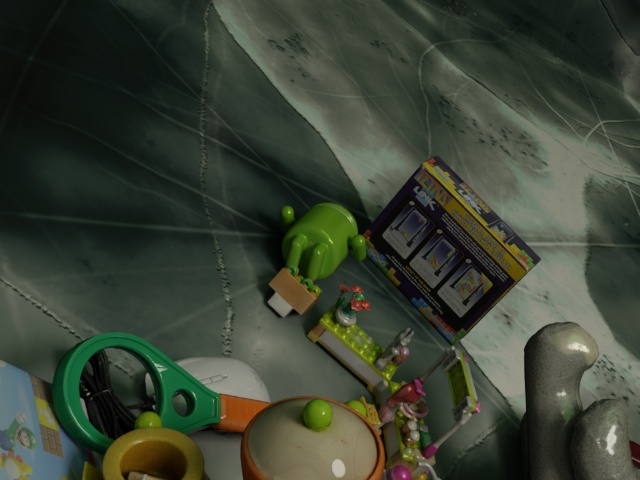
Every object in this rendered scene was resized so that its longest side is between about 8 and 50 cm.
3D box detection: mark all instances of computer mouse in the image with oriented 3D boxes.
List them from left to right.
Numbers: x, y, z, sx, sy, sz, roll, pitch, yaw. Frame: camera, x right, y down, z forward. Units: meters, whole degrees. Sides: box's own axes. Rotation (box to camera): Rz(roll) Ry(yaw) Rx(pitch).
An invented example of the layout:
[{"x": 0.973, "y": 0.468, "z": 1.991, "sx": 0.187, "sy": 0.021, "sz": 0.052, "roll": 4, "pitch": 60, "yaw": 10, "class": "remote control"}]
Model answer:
[{"x": -0.111, "y": 0.126, "z": 0.833, "sx": 0.193, "sy": 0.042, "sz": 0.106, "roll": 0, "pitch": 48, "yaw": -45, "class": "computer mouse"}]

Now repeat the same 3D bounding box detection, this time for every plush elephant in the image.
[{"x": 0.317, "y": 0.251, "z": 0.888, "sx": 0.255, "sy": 0.272, "sz": 0.330, "roll": -2, "pitch": 54, "yaw": 9, "class": "plush elephant"}]

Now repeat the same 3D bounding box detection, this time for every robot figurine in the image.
[{"x": 0.000, "y": 0.000, "z": 1.078, "sx": 0.101, "sy": 0.067, "sz": 0.115, "roll": 20, "pitch": 30, "yaw": 14, "class": "robot figurine"}]

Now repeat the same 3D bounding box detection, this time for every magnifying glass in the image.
[{"x": -0.105, "y": 0.131, "z": 0.783, "sx": 0.231, "sy": 0.026, "sz": 0.092, "roll": 17, "pitch": 60, "yaw": -38, "class": "magnifying glass"}]

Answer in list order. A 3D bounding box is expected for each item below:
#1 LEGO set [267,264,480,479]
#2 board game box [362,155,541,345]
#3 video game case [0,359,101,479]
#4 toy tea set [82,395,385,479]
[{"x": 0.064, "y": 0.117, "z": 0.959, "sx": 0.132, "sy": 0.107, "sz": 0.287, "roll": 6, "pitch": 45, "yaw": -41, "class": "LEGO set"}, {"x": 0.144, "y": 0.012, "z": 1.140, "sx": 0.170, "sy": 0.141, "sz": 0.048, "roll": 47, "pitch": 33, "yaw": 12, "class": "board game box"}, {"x": -0.221, "y": 0.142, "z": 0.600, "sx": 0.285, "sy": 0.025, "sz": 0.204, "roll": 44, "pitch": 17, "yaw": -53, "class": "video game case"}, {"x": -0.049, "y": 0.206, "z": 0.578, "sx": 0.200, "sy": 0.124, "sz": 0.336, "roll": 2, "pitch": 35, "yaw": -9, "class": "toy tea set"}]
